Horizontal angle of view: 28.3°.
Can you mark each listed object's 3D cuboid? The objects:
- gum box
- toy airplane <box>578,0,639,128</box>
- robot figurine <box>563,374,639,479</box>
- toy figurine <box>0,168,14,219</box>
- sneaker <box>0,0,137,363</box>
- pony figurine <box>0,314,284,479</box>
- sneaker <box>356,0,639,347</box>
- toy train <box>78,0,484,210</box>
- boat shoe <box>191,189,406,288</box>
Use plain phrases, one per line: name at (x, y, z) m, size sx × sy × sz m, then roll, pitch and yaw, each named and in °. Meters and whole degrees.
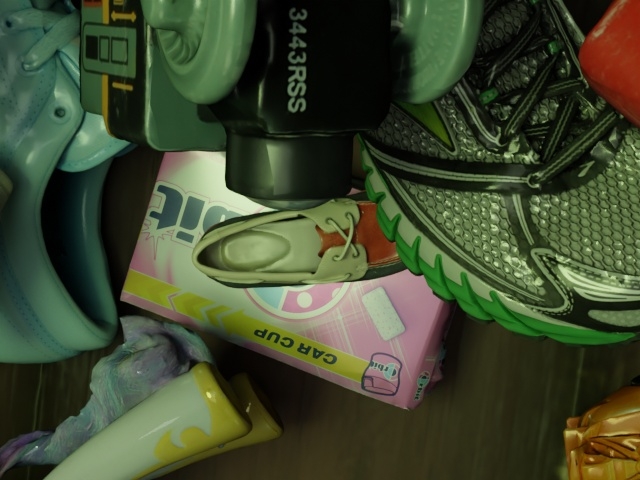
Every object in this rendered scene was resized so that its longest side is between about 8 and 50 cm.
gum box at (-0.006, 0.013, 0.730) m, size 0.188 × 0.062 × 0.107 m, roll 20°, pitch 99°, yaw 11°
toy airplane at (0.301, -0.166, 0.561) m, size 0.385 × 0.272 × 0.386 m, roll 2°, pitch 53°, yaw 6°
robot figurine at (0.268, 0.053, 0.656) m, size 0.291 × 0.085 × 0.211 m, roll -8°, pitch 92°, yaw 14°
toy figurine at (-0.270, -0.021, 0.595) m, size 0.213 × 0.148 × 0.209 m, roll 3°, pitch 138°, yaw 15°
sneaker at (-0.166, -0.104, 0.729) m, size 0.150 × 0.135 × 0.365 m, roll 3°, pitch 107°, yaw 12°
pony figurine at (-0.180, 0.196, 0.680) m, size 0.363 × 0.303 × 0.351 m, roll -32°, pitch 118°, yaw 2°
sneaker at (0.062, -0.093, 0.615) m, size 0.134 × 0.146 × 0.343 m, roll -34°, pitch 73°, yaw -20°
toy train at (-0.030, -0.183, 0.519) m, size 0.142 × 0.190 × 0.333 m, roll -5°, pitch 102°, yaw -30°
boat shoe at (0.000, 0.000, 0.672) m, size 0.137 × 0.043 × 0.049 m, roll -7°, pitch 91°, yaw 11°
